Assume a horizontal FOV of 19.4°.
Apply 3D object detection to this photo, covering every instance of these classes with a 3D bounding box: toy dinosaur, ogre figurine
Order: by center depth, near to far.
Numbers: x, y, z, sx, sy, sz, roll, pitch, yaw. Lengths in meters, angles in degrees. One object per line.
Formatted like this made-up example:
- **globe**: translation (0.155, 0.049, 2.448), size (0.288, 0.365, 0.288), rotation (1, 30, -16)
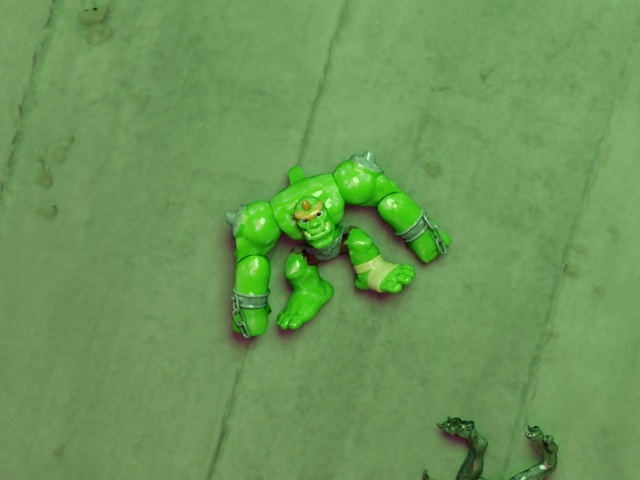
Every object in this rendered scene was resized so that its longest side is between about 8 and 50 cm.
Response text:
- **ogre figurine**: translation (0.000, 0.000, 1.619), size (0.197, 0.097, 0.118), rotation (-17, 112, 20)
- **toy dinosaur**: translation (0.157, 0.219, 1.640), size (0.268, 0.064, 0.118), rotation (-1, 101, 2)
